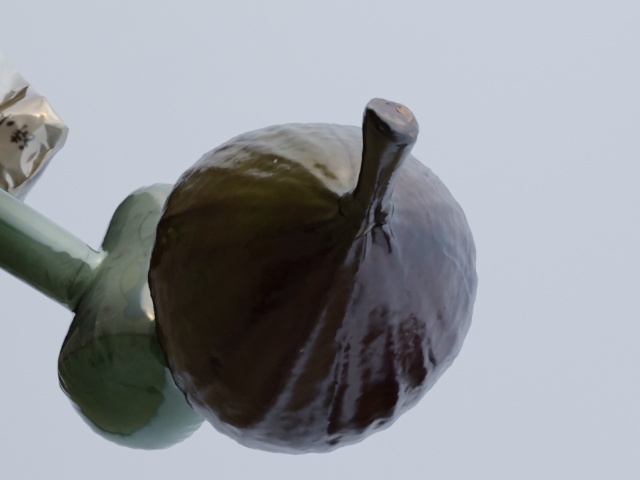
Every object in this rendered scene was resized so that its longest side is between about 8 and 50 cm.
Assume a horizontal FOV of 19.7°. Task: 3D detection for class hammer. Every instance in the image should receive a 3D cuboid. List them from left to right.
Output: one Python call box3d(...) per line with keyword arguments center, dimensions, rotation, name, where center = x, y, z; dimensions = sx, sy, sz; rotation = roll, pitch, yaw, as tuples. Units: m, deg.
box3d(center=(-0.201, -0.005, 1.277), dimensions=(0.119, 0.335, 0.206), rotation=(-46, -160, 35), name="hammer")

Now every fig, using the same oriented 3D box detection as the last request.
box3d(center=(0.000, 0.000, 1.099), dimensions=(0.321, 0.217, 0.217), rotation=(107, -28, -69), name="fig")

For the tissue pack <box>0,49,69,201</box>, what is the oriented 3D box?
box3d(center=(-0.400, -0.088, 1.659), dimensions=(0.390, 0.195, 0.375), rotation=(-50, -119, 32), name="tissue pack")
